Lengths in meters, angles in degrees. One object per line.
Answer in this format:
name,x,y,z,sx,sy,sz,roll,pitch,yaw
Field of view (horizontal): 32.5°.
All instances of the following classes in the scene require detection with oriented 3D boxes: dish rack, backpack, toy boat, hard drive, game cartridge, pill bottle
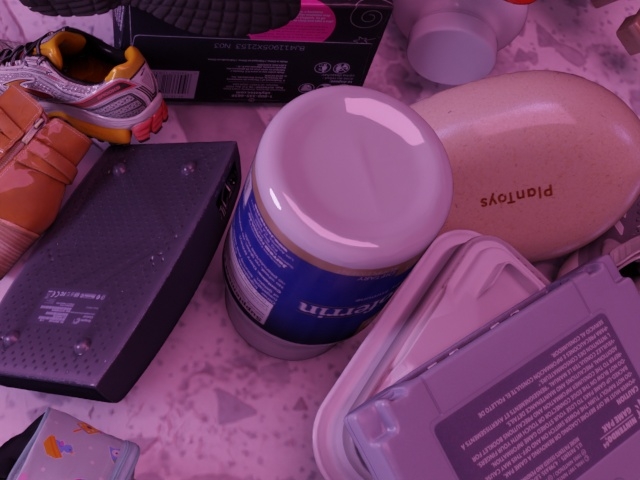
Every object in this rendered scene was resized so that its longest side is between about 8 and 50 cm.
dish rack,0.182,0.172,0.940,0.333,0.072,0.285,42,62,-10
backpack,-0.195,0.215,0.801,0.144,0.188,0.165,26,60,-1
toy boat,0.181,-0.132,1.038,0.268,0.318,0.148,-5,22,-2
hard drive,-0.174,0.022,0.931,0.172,0.054,0.254,1,51,34
game cartridge,0.175,0.156,0.870,0.294,0.060,0.196,-27,85,-30
pill bottle,0.000,0.000,0.918,0.153,0.264,0.153,6,64,-12
pill bottle,0.154,-0.298,1.177,0.146,0.146,0.264,16,61,-7

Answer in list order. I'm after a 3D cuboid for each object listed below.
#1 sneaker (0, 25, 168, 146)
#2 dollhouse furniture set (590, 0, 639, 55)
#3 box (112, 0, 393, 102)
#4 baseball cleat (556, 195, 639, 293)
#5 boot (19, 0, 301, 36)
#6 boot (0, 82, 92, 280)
sneaker,-0.248,-0.162,1.011,0.225,0.092,0.088,11,51,14
dollhouse furniture set,0.412,-0.389,1.195,0.355,0.174,0.303,50,57,-20
box,-0.075,-0.234,1.072,0.247,0.163,0.142,-1,62,-14
baseball cleat,0.319,-0.006,1.097,0.072,0.109,0.206,49,64,-27
boot,-0.136,-0.265,0.935,0.247,0.083,0.161,5,56,-6
boot,-0.313,-0.077,0.957,0.197,0.073,0.152,34,84,-12
